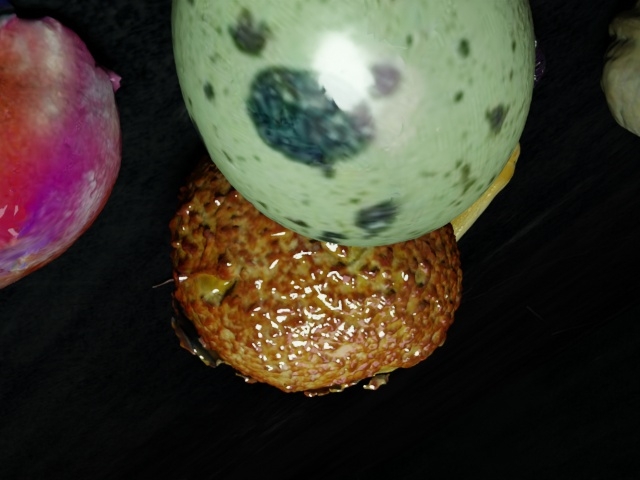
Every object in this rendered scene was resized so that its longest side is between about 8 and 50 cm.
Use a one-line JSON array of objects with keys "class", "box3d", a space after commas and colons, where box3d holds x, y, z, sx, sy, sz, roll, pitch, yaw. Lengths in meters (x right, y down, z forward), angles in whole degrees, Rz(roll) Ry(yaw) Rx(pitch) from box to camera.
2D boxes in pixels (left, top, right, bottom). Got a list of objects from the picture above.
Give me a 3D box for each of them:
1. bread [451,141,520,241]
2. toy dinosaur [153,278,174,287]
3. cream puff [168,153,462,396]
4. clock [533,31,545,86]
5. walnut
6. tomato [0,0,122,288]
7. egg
[{"class": "bread", "box3d": [0.139, -0.052, 1.229, 0.173, 0.121, 0.311, 2, 134, -51]}, {"class": "toy dinosaur", "box3d": [-0.134, 0.030, 1.275, 0.220, 0.032, 0.108, -13, 160, -2]}, {"class": "cream puff", "box3d": [0.000, -0.004, 0.990, 0.350, 0.350, 0.229, -13, 148, -24]}, {"class": "clock", "box3d": [0.153, -0.188, 1.008, 0.195, 0.100, 0.194, -35, 156, 5]}, {"class": "walnut", "box3d": [0.444, -0.219, 1.101, 0.224, 0.224, 0.224, -20, 157, -9]}, {"class": "tomato", "box3d": [-0.312, -0.032, 0.796, 0.335, 0.176, 0.290, -22, 160, -9]}, {"class": "egg", "box3d": [0.026, -0.149, 0.724, 0.287, 0.288, 0.379, -27, 158, 6]}]
